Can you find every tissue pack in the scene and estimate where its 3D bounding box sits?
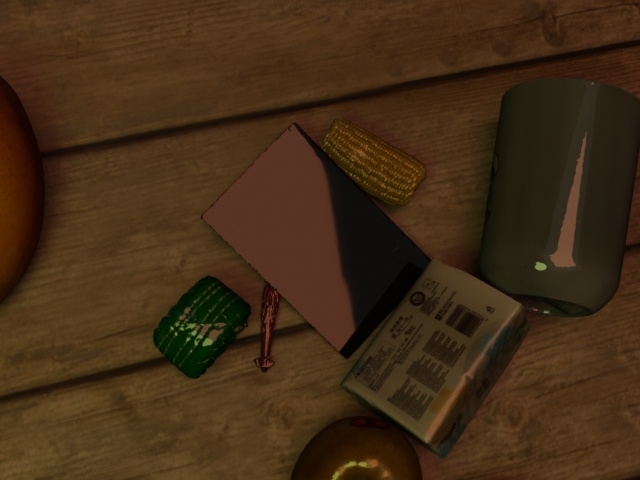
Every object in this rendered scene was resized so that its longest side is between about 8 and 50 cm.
[{"bbox_3d":[0.171,0.173,1.177,0.159,0.145,0.229,29,74,32],"label":"tissue pack"}]

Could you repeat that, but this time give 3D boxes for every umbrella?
[{"bbox_3d":[-0.075,0.108,1.202,0.027,0.025,0.165,11,77,-32],"label":"umbrella"}]

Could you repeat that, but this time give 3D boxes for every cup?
[{"bbox_3d":[0.343,-0.057,1.201,0.205,0.205,0.312,13,77,-5],"label":"cup"}]

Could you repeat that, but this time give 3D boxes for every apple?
[{"bbox_3d":[0.049,0.323,1.100,0.182,0.155,0.182,0,85,-5],"label":"apple"}]

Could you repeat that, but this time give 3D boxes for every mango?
[{"bbox_3d":[-0.477,-0.066,1.106,0.199,0.201,0.350,-10,87,18],"label":"mango"}]

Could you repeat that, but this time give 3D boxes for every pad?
[{"bbox_3d":[0.000,0.000,1.216,0.300,0.005,0.202,44,79,-6],"label":"pad"}]

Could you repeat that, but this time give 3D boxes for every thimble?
[{"bbox_3d":[-0.160,0.117,1.143,0.090,0.118,0.130,39,49,6],"label":"thimble"}]

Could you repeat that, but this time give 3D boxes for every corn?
[{"bbox_3d":[0.076,-0.118,1.250,0.165,0.063,0.085,34,100,2],"label":"corn"}]
